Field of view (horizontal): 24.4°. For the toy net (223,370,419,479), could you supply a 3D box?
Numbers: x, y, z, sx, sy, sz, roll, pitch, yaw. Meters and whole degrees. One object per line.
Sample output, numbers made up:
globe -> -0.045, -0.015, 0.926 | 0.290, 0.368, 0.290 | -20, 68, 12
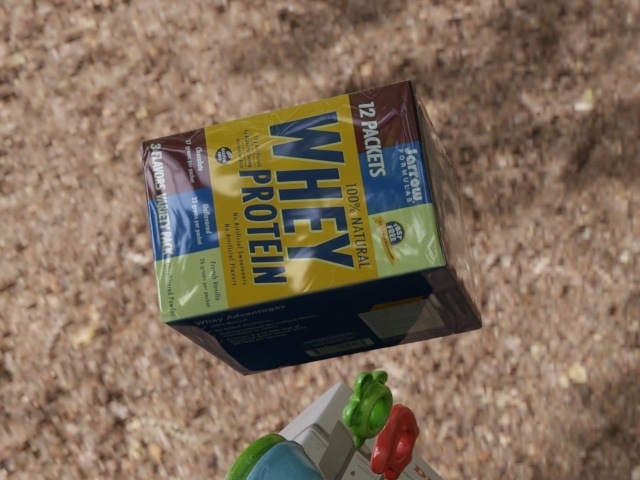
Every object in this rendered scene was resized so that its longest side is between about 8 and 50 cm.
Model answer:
toy net -> 0.016, 0.161, 0.814 | 0.045, 0.232, 0.122 | 19, 63, 28

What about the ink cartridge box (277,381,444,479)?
ink cartridge box -> 0.018, 0.267, 1.266 | 0.198, 0.115, 0.273 | 45, 23, -2

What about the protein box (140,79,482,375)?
protein box -> 0.000, 0.000, 1.082 | 0.199, 0.201, 0.136 | -12, 72, 10
